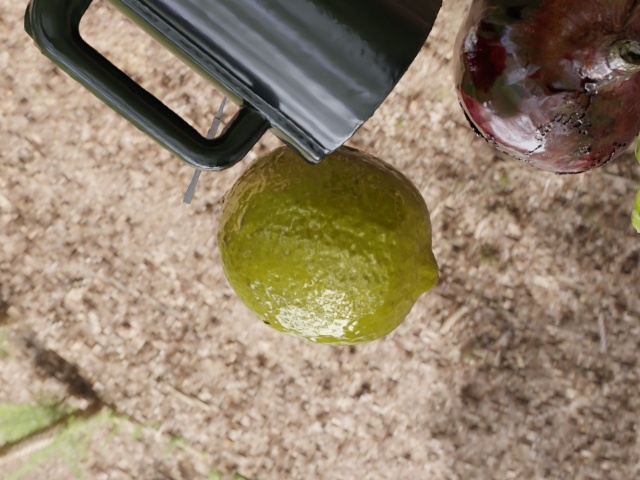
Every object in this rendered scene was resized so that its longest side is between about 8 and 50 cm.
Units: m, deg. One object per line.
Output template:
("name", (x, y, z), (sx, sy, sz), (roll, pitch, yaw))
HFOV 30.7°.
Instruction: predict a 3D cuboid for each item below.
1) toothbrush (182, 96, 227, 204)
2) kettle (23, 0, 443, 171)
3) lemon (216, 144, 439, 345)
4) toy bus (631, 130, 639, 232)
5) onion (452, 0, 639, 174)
("toothbrush", (-0.136, -0.136, 1.484), (0.017, 0.014, 0.194), (23, 102, -9))
("kettle", (-0.083, -0.223, 1.109), (0.308, 0.203, 0.262), (34, 109, -16))
("lemon", (0.000, 0.000, 1.449), (0.310, 0.253, 0.253), (22, 131, 21))
("toy bus", (0.286, -0.089, 0.670), (0.150, 0.262, 0.128), (28, 150, 15))
("onion", (0.270, -0.195, 1.254), (0.252, 0.252, 0.219), (50, 159, -15))
